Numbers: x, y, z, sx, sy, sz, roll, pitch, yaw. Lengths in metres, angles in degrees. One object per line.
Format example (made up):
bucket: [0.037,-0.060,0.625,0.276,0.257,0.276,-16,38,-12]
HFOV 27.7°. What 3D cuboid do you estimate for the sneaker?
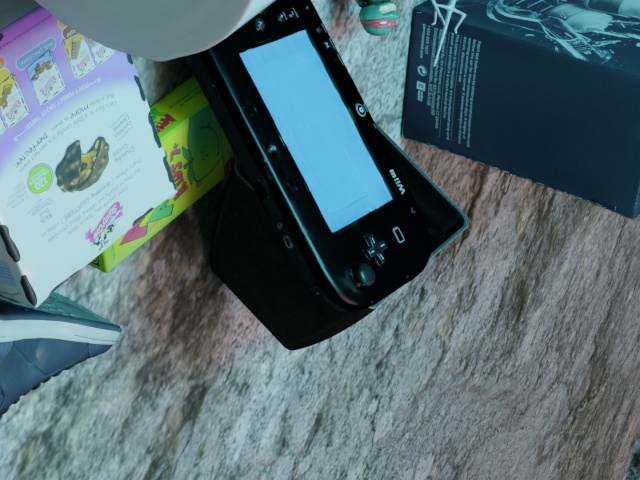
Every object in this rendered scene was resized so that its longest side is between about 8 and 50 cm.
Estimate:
sneaker: [-0.261,0.119,1.044,0.226,0.086,0.163,10,103,-64]

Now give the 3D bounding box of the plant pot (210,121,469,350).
plant pot: [0.000,0.000,1.301,0.187,0.188,0.167,-38,171,-43]

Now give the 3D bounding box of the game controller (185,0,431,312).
game controller: [-0.010,-0.095,1.156,0.166,0.067,0.319,-29,93,-40]

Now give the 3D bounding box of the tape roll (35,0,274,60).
tape roll: [-0.117,-0.257,0.789,0.100,0.286,0.286,-43,145,-37]

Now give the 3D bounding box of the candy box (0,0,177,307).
candy box: [-0.207,-0.078,0.956,0.165,0.070,0.196,-44,132,-38]

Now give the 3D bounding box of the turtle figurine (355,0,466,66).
turtle figurine: [0.079,-0.292,1.301,0.175,0.118,0.234,-28,120,-71]

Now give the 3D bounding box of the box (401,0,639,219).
box: [0.324,-0.215,1.587,0.343,0.313,0.179,-37,140,-45]

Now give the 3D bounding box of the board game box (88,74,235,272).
board game box: [-0.149,-0.061,1.149,0.181,0.043,0.092,-43,145,-38]
